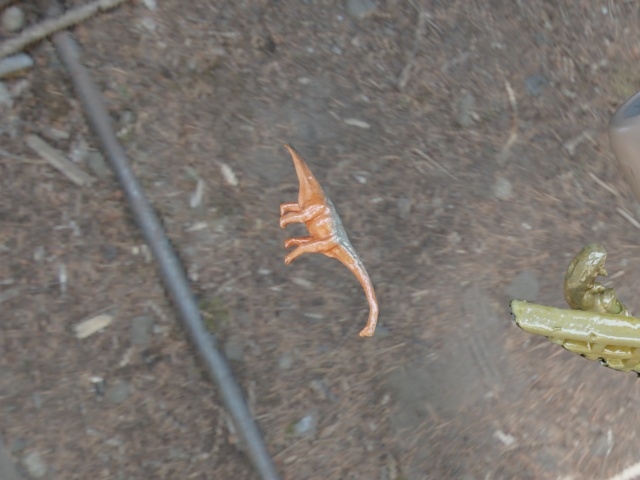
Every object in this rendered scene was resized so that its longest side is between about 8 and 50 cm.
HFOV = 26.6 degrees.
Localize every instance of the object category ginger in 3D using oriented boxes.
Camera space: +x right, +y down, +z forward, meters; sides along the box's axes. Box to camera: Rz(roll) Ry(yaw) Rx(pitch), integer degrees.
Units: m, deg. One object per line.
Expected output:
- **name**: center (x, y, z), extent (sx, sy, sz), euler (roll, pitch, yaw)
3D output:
- **ginger**: center (0.326, 0.071, 1.607), extent (0.069, 0.173, 0.051), euler (-8, 51, 26)

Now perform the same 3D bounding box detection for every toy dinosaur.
- **toy dinosaur**: center (-0.001, 0.000, 1.785), extent (0.101, 0.055, 0.279), euler (-18, 87, 13)

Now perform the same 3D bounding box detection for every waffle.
- **waffle**: center (0.192, 0.076, 0.904), extent (0.153, 0.097, 0.023), euler (6, 59, -3)

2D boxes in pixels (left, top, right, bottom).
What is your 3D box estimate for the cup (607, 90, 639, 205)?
- **cup**: center (0.445, -0.084, 1.532), extent (0.191, 0.253, 0.200), euler (-31, 101, 11)
